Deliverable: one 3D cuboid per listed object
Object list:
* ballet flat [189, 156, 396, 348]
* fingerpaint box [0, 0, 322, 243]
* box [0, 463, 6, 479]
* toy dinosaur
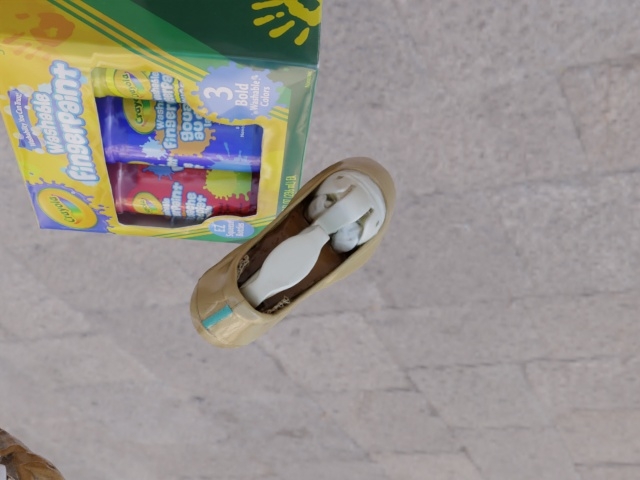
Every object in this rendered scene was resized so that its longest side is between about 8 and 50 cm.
[{"bbox_3d":[0.000,0.000,0.743,0.080,0.232,0.073,49,144,-4],"label":"ballet flat"},{"bbox_3d":[-0.200,-0.164,1.269,0.371,0.163,0.445,5,152,-4],"label":"fingerpaint box"},{"bbox_3d":[-0.269,0.179,0.489,0.203,0.114,0.103,9,140,-31],"label":"box"},{"bbox_3d":[-0.236,0.211,0.836,0.211,0.064,0.112,32,-163,28],"label":"toy dinosaur"}]
